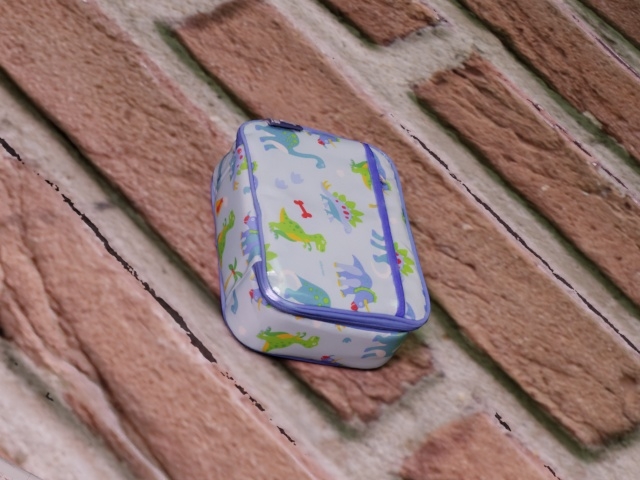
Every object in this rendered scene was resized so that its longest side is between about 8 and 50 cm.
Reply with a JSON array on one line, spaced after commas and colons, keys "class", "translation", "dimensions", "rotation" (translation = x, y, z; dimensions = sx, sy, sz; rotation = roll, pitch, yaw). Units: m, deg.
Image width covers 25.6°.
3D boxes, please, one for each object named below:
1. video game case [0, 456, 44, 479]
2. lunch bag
[{"class": "video game case", "translation": [-0.235, 0.173, 0.879], "dimensions": [0.232, 0.042, 0.210], "rotation": [29, 5, -6]}, {"class": "lunch bag", "translation": [0.000, 0.000, 1.236], "dimensions": [0.176, 0.090, 0.219], "rotation": [13, 47, -25]}]
